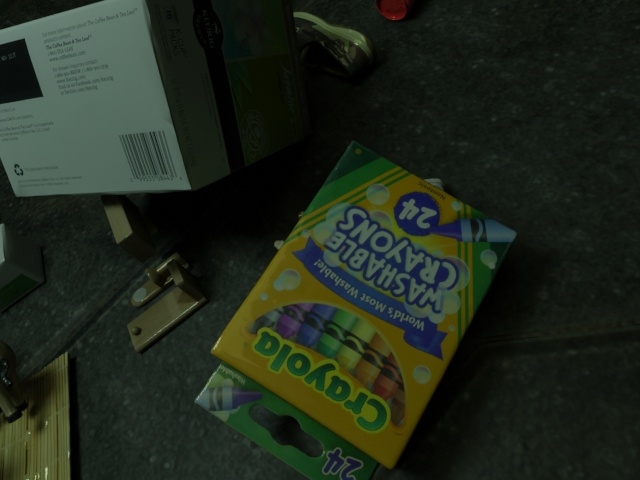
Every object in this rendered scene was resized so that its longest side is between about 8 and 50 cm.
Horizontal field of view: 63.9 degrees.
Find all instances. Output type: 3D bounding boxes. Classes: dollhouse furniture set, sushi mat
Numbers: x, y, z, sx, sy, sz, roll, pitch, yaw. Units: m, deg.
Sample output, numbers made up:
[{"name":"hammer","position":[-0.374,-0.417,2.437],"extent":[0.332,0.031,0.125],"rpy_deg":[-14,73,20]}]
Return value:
[{"name":"dollhouse furniture set","position":[-0.272,0.042,0.721],"extent":[0.123,0.151,0.144],"rpy_deg":[-38,48,-1]},{"name":"sushi mat","position":[-0.388,0.316,0.679],"extent":[0.152,0.019,0.316],"rpy_deg":[-30,50,6]}]

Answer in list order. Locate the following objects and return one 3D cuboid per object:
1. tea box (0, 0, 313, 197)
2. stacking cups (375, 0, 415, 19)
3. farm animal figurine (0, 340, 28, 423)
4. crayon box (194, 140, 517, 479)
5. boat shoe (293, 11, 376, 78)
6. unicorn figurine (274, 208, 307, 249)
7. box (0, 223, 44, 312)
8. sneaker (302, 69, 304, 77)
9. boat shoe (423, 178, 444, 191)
[{"name":"tea box","position":[-0.235,-0.212,0.740],"extent":[0.329,0.219,0.323],"rpy_deg":[2,24,28]},{"name":"stacking cups","position":[0.185,-0.531,0.924],"extent":[0.096,0.096,0.316],"rpy_deg":[19,72,34]},{"name":"farm animal figurine","position":[-0.598,0.213,0.690],"extent":[0.331,0.172,0.327],"rpy_deg":[-26,13,-31]},{"name":"crayon box","position":[0.036,0.080,0.536],"extent":[0.203,0.083,0.322],"rpy_deg":[31,74,7]},{"name":"boat shoe","position":[-0.009,-0.334,0.888],"extent":[0.224,0.080,0.073],"rpy_deg":[29,70,32]},{"name":"unicorn figurine","position":[0.000,0.000,0.658],"extent":[0.111,0.060,0.161],"rpy_deg":[-7,53,41]},{"name":"box","position":[-0.557,0.048,0.896],"extent":[0.101,0.087,0.102],"rpy_deg":[-35,50,1]},{"name":"sneaker","position":[-0.096,-0.259,0.899],"extent":[0.144,0.053,0.059],"rpy_deg":[-18,55,16]},{"name":"boat shoe","position":[0.115,-0.062,0.680],"extent":[0.100,0.035,0.035],"rpy_deg":[-14,27,22]}]
